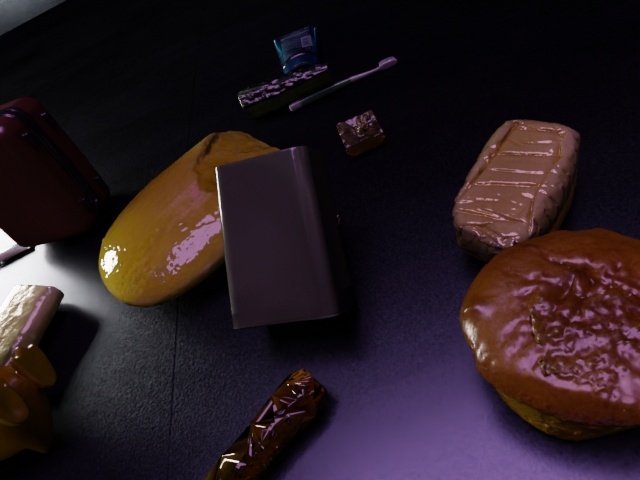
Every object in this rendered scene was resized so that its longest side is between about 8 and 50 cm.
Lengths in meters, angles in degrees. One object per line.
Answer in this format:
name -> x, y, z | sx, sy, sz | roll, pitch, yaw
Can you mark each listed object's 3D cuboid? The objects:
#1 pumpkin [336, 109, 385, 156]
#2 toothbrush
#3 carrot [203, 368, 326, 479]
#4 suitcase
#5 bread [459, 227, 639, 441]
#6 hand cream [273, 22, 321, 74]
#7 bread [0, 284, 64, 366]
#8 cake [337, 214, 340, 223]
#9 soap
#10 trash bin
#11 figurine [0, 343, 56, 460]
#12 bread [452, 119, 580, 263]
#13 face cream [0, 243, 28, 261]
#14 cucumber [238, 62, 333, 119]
pumpkin -> 0.078, -0.209, 0.978 | 0.083, 0.054, 0.074 | -22, 52, 2
toothbrush -> 0.048, -0.347, 1.123 | 0.257, 0.018, 0.024 | -24, 45, 7
carrot -> -0.081, 0.273, 0.670 | 0.069, 0.069, 0.228 | 30, 72, 39
suitcase -> -0.635, -0.140, 1.102 | 0.237, 0.297, 0.161 | -13, 42, 15
bread -> 0.299, 0.099, 0.573 | 0.269, 0.145, 0.268 | -11, 48, 13
hand cream -> -0.054, -0.467, 1.245 | 0.120, 0.061, 0.270 | -20, 44, 9
bread -> -0.591, 0.174, 0.991 | 0.140, 0.060, 0.178 | 0, 55, 26
cake -> 0.000, 0.000, 0.868 | 0.052, 0.065, 0.121 | -3, 31, 23
soap -> -0.243, -0.059, 0.972 | 0.306, 0.115, 0.427 | 33, 73, 36
trash bin -> -0.057, -0.002, 0.755 | 0.164, 0.122, 0.240 | -12, 88, 19
figurine -> -0.544, 0.291, 0.805 | 0.228, 0.215, 0.215 | -11, 50, 3
bread -> 0.282, -0.066, 0.731 | 0.140, 0.106, 0.236 | 20, 66, 34
face cream -> -0.738, 0.028, 1.203 | 0.115, 0.020, 0.038 | -26, 47, 3
cucumber -> -0.077, -0.346, 1.133 | 0.212, 0.078, 0.062 | -21, 76, 13
